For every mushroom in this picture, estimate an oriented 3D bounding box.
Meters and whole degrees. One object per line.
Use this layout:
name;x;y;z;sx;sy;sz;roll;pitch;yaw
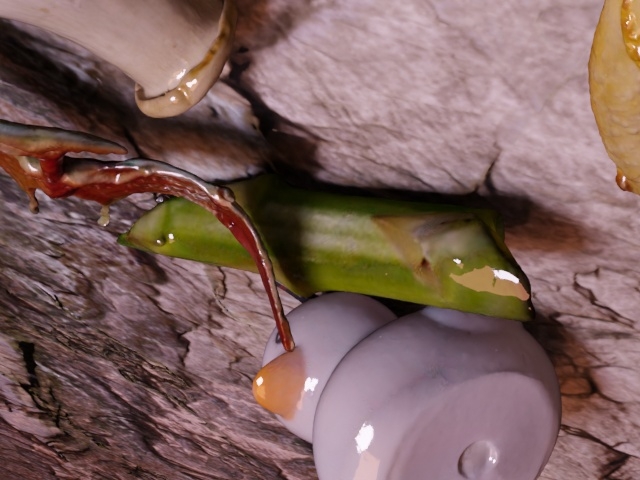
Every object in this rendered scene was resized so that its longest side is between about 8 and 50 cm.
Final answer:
mushroom;-0.145;-0.153;0.558;0.096;0.108;0.247;-26;147;34

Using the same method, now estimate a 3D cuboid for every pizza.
pizza;0.216;-0.070;0.546;0.161;0.063;0.182;8;148;9

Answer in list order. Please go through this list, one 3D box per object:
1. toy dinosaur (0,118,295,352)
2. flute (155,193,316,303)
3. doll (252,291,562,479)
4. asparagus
toy dinosaur;-0.173;-0.010;0.715;0.327;0.113;0.206;21;166;-32
flute;-0.036;0.034;0.923;0.269;0.014;0.014;36;147;-28
doll;0.064;0.127;0.879;0.251;0.221;0.221;1;161;-28
asparagus;-0.001;-0.001;0.775;0.343;0.085;0.082;8;162;30
